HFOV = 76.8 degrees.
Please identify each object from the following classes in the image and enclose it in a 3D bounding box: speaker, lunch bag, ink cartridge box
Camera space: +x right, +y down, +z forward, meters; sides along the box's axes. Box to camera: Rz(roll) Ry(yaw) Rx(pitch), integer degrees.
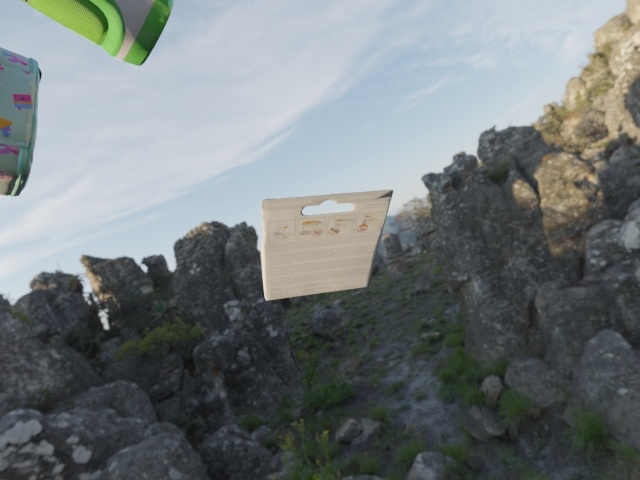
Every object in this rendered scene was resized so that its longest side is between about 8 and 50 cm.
[{"bbox_3d":[-0.341,-0.346,0.489,0.296,0.131,0.131,25,-35,-36],"label":"speaker"},{"bbox_3d":[-0.656,-0.240,0.836,0.107,0.279,0.224,6,-15,-39],"label":"lunch bag"},{"bbox_3d":[0.000,0.000,0.637,0.189,0.066,0.232,-6,-45,-11],"label":"ink cartridge box"}]
